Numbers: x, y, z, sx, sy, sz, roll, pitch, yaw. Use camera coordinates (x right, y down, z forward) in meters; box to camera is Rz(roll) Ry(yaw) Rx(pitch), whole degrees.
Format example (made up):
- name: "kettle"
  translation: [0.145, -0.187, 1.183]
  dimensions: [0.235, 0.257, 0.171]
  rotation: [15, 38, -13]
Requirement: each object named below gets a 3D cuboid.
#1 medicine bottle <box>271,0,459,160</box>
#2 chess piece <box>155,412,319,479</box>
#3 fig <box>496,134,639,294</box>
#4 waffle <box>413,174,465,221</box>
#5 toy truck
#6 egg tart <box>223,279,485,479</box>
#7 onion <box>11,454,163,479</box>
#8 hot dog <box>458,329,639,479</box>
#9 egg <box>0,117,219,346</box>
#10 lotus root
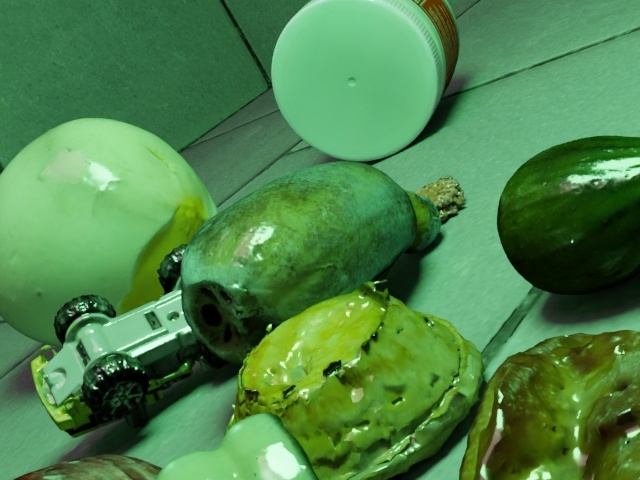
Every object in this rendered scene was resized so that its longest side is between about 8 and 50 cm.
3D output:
- name: "medicine bottle"
  translation: [0.077, -0.278, 1.456]
  dimensions: [0.252, 0.252, 0.241]
  rotation: [-24, 16, 25]
- name: "chess piece"
  translation: [-0.106, 0.187, 0.436]
  dimensions: [0.243, 0.133, 0.133]
  rotation: [-22, 12, -16]
- name: "fig"
  translation: [0.206, -0.026, 0.647]
  dimensions: [0.177, 0.117, 0.117]
  rotation: [-21, 17, 46]
- name: "waffle"
  translation: [0.120, -0.039, 1.025]
  dimensions: [0.075, 0.029, 0.083]
  rotation: [-33, 18, 5]
- name: "toy truck"
  translation: [-0.146, 0.093, 0.949]
  dimensions: [0.286, 0.111, 0.136]
  rotation: [-26, 44, -15]
- name: "egg tart"
  translation: [0.009, 0.103, 0.674]
  dimensions: [0.212, 0.090, 0.212]
  rotation: [-29, 19, 11]
- name: "onion"
  translation: [-0.156, 0.183, 0.567]
  dimensions: [0.151, 0.098, 0.206]
  rotation: [5, 12, 26]
- name: "hot dog"
  translation: [0.149, 0.088, 0.383]
  dimensions: [0.175, 0.114, 0.259]
  rotation: [-24, 17, 22]
- name: "egg"
  translation: [-0.303, -0.002, 1.243]
  dimensions: [0.345, 0.283, 0.283]
  rotation: [-40, 10, 26]
- name: "lotus root"
  translation: [0.000, 0.000, 0.862]
  dimensions: [0.322, 0.140, 0.158]
  rotation: [-31, -24, -51]
